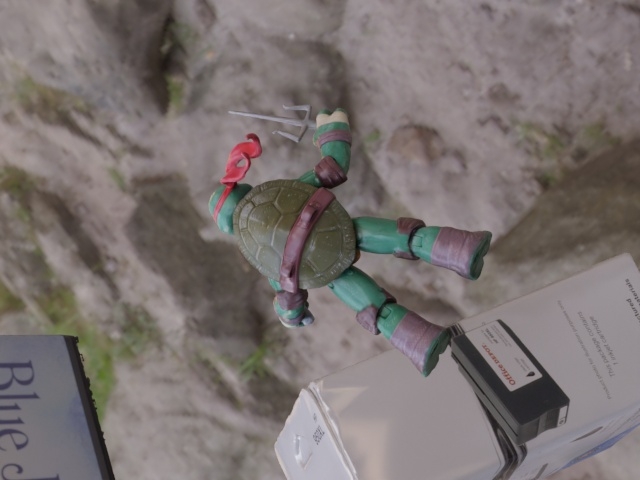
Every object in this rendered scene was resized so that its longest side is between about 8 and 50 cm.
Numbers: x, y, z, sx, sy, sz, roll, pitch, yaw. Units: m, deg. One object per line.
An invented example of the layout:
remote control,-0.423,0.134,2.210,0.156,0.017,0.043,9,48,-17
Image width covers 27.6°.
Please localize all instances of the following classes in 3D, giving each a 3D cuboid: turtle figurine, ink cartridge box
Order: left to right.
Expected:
turtle figurine,0.000,0.000,0.982,0.234,0.118,0.175,26,112,17
ink cartridge box,0.171,0.198,1.454,0.166,0.395,0.285,64,163,19

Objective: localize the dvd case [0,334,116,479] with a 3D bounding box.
dvd case,-0.193,0.111,0.492,0.022,0.253,0.180,-57,44,38
